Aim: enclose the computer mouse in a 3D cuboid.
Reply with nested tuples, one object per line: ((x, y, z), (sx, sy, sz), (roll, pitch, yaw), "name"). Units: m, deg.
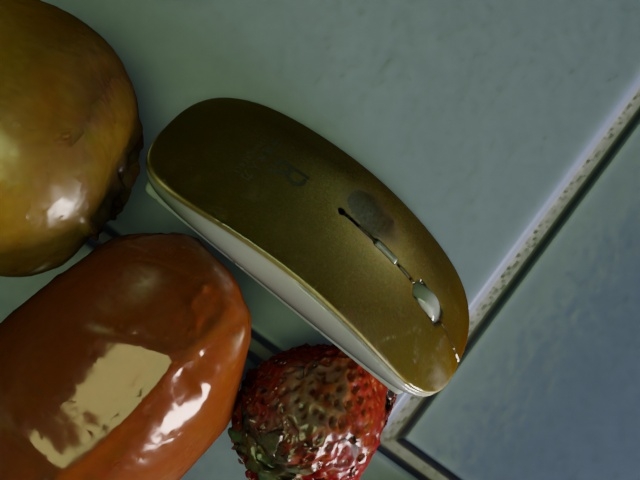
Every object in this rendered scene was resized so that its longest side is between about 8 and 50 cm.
((0.001, -0.001, 0.566), (0.199, 0.102, 0.045), (39, 132, -2), "computer mouse")

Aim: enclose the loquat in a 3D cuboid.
((-0.156, -0.050, 0.536), (0.141, 0.141, 0.141), (0, 94, 0), "loquat")

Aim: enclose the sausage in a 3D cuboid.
((-0.137, 0.101, 0.547), (0.133, 0.133, 0.258), (45, 99, -3), "sausage")

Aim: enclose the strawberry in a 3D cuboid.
((0.000, 0.091, 0.577), (0.096, 0.083, 0.083), (-22, 94, -22), "strawberry")
